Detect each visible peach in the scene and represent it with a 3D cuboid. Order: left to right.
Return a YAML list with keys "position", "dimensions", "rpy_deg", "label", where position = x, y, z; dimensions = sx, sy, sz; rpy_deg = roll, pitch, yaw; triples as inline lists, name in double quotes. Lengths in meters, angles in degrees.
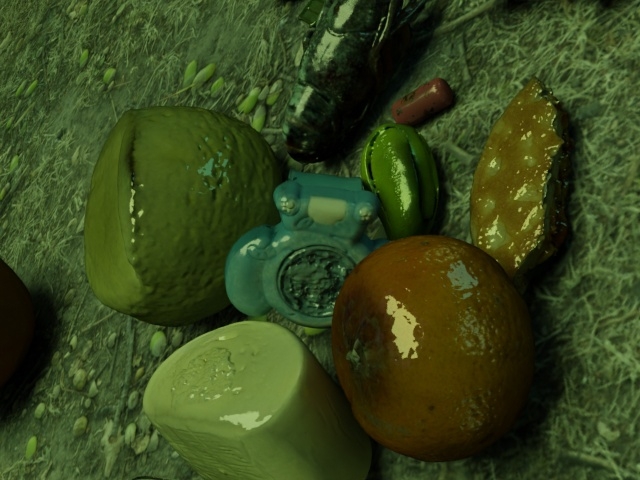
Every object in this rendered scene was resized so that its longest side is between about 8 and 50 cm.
- position: [-0.676, 0.158, 1.682]
  dimensions: [0.343, 0.302, 0.342]
  rpy_deg: [-36, 40, 37]
  label: "peach"

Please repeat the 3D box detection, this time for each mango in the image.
- position: [0.097, -0.062, 1.111]
  dimensions: [0.091, 0.074, 0.165]
  rpy_deg: [-21, 66, 34]
  label: "mango"

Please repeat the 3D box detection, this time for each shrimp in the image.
- position: [0.040, -0.279, 1.242]
  dimensions: [0.172, 0.137, 0.372]
  rpy_deg: [32, 96, 36]
  label: "shrimp"

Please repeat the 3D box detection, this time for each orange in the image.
- position: [0.099, 0.103, 0.907]
  dimensions: [0.224, 0.170, 0.224]
  rpy_deg: [-4, 86, 60]
  label: "orange"

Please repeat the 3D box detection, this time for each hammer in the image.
- position: [0.127, -0.172, 1.166]
  dimensions: [0.083, 0.043, 0.043]
  rpy_deg: [-29, 48, 38]
  label: "hammer"

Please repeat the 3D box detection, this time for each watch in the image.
- position: [0.000, 0.000, 1.083]
  dimensions: [0.211, 0.211, 0.193]
  rpy_deg: [-49, 16, 17]
  label: "watch"

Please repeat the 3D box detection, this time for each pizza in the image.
- position: [0.214, -0.055, 0.979]
  dimensions: [0.127, 0.058, 0.246]
  rpy_deg: [-25, 51, 41]
  label: "pizza"

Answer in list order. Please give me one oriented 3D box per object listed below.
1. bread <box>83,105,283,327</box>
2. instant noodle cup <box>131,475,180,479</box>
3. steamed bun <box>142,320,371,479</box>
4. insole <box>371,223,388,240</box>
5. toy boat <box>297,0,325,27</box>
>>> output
- position: [-0.197, -0.038, 1.314]
  dimensions: [0.320, 0.237, 0.320]
  rpy_deg: [-42, 39, 47]
  label: "bread"
- position: [-0.122, 0.381, 0.950]
  dimensions: [0.296, 0.296, 0.214]
  rpy_deg: [-11, 52, 46]
  label: "instant noodle cup"
- position: [-0.064, 0.195, 1.045]
  dimensions: [0.250, 0.200, 0.154]
  rpy_deg: [1, 47, 46]
  label: "steamed bun"
- position: [0.065, 0.044, 1.135]
  dimensions: [0.064, 0.004, 0.188]
  rpy_deg: [13, 78, 53]
  label: "insole"
- position: [0.074, -0.430, 1.369]
  dimensions: [0.293, 0.055, 0.093]
  rpy_deg: [-55, 39, 9]
  label: "toy boat"
